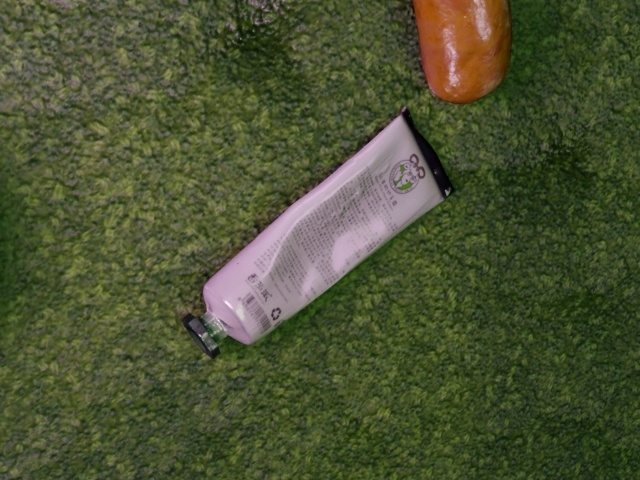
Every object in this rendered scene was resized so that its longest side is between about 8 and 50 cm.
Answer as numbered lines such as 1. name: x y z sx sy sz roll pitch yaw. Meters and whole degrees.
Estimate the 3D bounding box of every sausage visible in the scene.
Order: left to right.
1. sausage: 0.136 -0.266 1.163 0.109 0.109 0.270 -23 118 -17

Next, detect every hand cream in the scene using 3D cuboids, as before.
1. hand cream: 0.000 0.000 1.214 0.336 0.076 0.121 -39 124 -16
